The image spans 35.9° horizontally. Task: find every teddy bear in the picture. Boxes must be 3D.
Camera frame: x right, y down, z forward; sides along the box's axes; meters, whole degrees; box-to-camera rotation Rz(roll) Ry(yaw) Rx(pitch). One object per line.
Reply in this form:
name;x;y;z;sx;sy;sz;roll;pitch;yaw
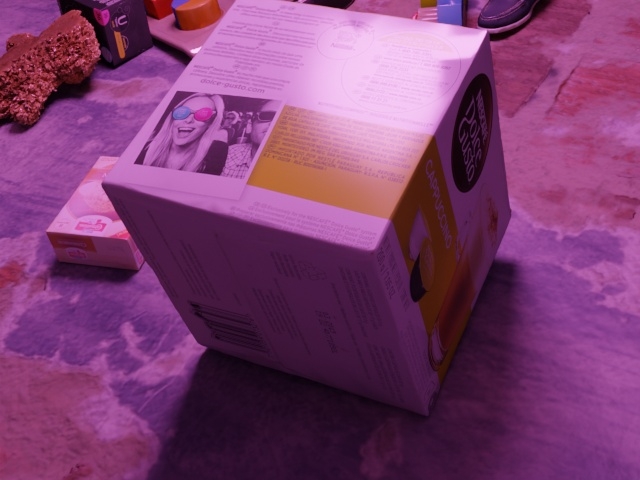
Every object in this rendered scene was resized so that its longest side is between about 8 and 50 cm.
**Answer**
teddy bear;-0.572;-0.305;1.887;0.338;0.113;0.245;-41;40;-18

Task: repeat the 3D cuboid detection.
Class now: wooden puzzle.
wooden puzzle;-0.225;-0.512;2.030;0.322;0.081;0.347;-34;45;-23

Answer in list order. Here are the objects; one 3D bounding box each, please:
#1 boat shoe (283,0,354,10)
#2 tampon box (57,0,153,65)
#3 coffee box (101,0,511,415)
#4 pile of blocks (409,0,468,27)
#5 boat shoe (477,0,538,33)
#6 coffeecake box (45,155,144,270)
boat shoe;-0.054;-0.412;1.862;0.285;0.103;0.092;-22;47;-5
tampon box;-0.430;-0.440;1.967;0.101;0.121;0.161;-35;45;-31
coffee box;0.013;-0.049;1.202;0.338;0.338;0.334;14;57;25
pile of blocks;0.199;-0.413;1.753;0.112;0.149;0.362;-3;42;12
boat shoe;0.371;-0.466;1.819;0.095;0.079;0.254;28;55;37
coffeecake box;-0.314;-0.046;1.535;0.142;0.068;0.186;5;45;19
